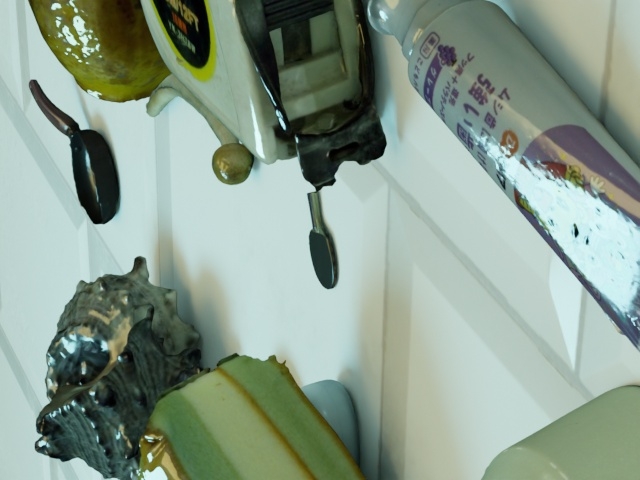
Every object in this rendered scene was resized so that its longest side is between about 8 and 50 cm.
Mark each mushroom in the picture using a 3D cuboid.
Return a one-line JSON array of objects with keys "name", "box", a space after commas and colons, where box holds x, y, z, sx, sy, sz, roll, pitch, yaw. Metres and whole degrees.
[{"name": "mushroom", "box": [-0.126, -0.120, 1.870, 0.306, 0.043, 0.068, 42, 114, 61]}]

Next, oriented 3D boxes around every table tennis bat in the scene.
[{"name": "table tennis bat", "box": [0.000, 0.000, 1.629, 0.050, 0.007, 0.083, -164, 62, -68]}]

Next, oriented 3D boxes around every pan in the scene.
[{"name": "pan", "box": [-0.284, -0.111, 2.287, 0.212, 0.040, 0.115, 59, 154, 28]}]

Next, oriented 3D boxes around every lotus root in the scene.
[{"name": "lotus root", "box": [-0.184, -0.269, 1.739, 0.193, 0.193, 0.291, -135, 34, -57]}]

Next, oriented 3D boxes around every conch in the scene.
[{"name": "conch", "box": [-0.197, 0.137, 2.043, 0.313, 0.186, 0.241, -164, 80, -83]}]

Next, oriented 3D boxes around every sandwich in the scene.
[{"name": "sandwich", "box": [-0.029, 0.238, 1.561, 0.198, 0.155, 0.227, 25, 130, 39]}]

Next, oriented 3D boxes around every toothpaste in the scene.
[{"name": "toothpaste", "box": [0.130, -0.057, 1.168, 0.299, 0.073, 0.114, 54, 150, 34]}]

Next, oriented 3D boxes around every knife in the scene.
[{"name": "knife", "box": [0.022, 0.276, 1.689, 0.080, 0.044, 0.331, 25, 128, 62]}]

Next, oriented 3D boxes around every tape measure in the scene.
[{"name": "tape measure", "box": [-0.045, -0.203, 1.471, 0.271, 0.133, 0.231, -130, 27, -50]}]

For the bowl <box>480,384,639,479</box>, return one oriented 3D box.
[{"name": "bowl", "box": [0.157, 0.211, 1.151, 0.238, 0.126, 0.238, 170, 90, -69]}]
